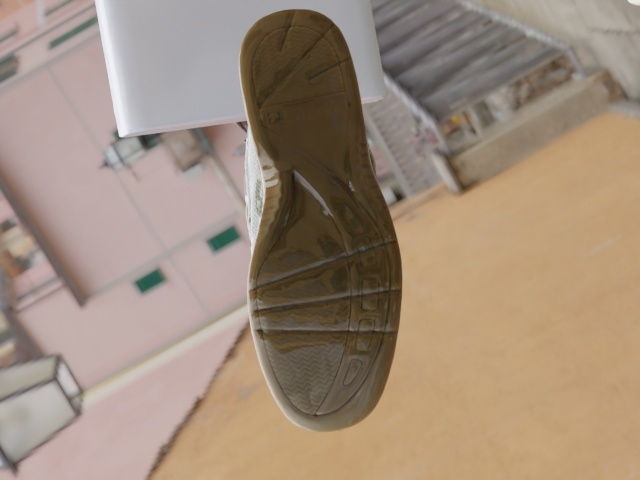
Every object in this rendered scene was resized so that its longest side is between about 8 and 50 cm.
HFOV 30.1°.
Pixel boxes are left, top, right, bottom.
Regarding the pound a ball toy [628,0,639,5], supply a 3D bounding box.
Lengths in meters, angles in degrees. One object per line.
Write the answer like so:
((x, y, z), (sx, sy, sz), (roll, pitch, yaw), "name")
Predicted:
((0.279, -0.292, 0.961), (0.208, 0.136, 0.319), (14, -179, -20), "pound a ball toy")

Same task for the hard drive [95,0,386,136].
((-0.084, -0.277, 1.000), (0.047, 0.233, 0.353), (172, 88, -69), "hard drive")

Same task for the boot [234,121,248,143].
((-0.042, -0.151, 1.251), (0.106, 0.114, 0.037), (59, 175, -32), "boot")

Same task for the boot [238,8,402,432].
((0.000, 0.000, 0.657), (0.165, 0.077, 0.213), (80, -177, -79), "boot")
